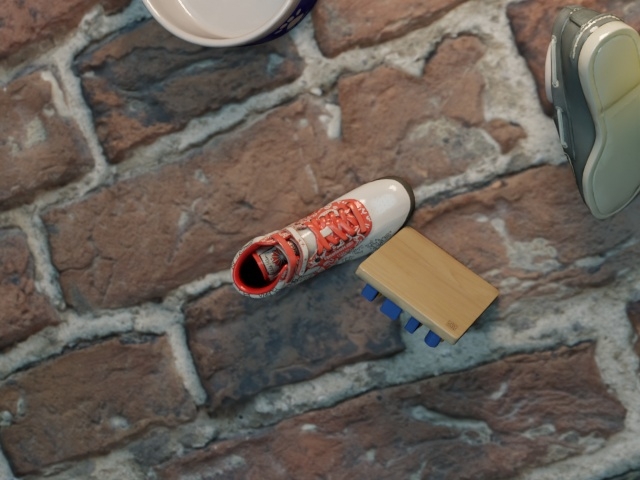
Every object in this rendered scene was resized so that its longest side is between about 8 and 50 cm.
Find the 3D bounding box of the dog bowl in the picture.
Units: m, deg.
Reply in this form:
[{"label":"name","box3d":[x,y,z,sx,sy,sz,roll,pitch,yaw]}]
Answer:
[{"label":"dog bowl","box3d":[-0.126,-0.401,1.772,0.265,0.104,0.264,3,100,19]}]

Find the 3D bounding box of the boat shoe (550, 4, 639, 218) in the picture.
[{"label":"boat shoe","box3d":[0.345,-0.159,1.592,0.116,0.319,0.099,-32,48,-12]}]

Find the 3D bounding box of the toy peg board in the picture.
[{"label":"toy peg board","box3d":[0.134,0.080,1.734,0.161,0.161,0.079,36,124,11]}]

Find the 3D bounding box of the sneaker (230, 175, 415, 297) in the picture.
[{"label":"sneaker","box3d":[0.000,0.001,1.768,0.270,0.145,0.090,-27,89,21]}]

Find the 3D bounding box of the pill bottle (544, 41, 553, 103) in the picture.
[{"label":"pill bottle","box3d":[0.369,-0.215,1.636,0.152,0.086,0.086,5,100,19]}]
